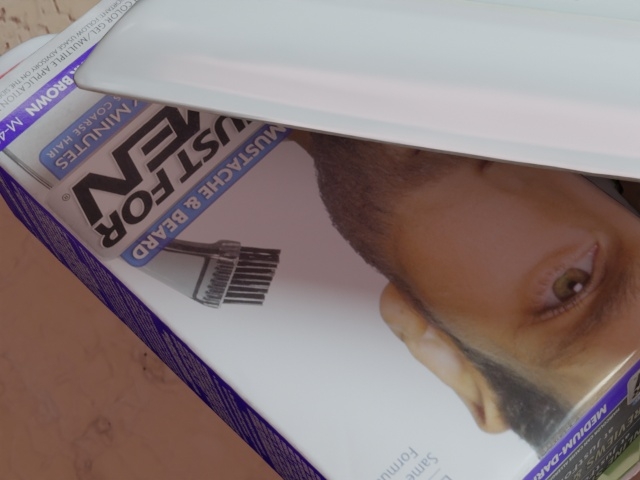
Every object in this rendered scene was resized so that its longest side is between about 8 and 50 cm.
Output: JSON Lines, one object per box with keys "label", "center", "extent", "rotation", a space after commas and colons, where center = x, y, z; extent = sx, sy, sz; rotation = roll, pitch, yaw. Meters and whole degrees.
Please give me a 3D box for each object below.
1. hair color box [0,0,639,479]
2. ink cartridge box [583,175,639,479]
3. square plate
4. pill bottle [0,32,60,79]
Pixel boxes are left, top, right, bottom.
{"label": "hair color box", "center": [0.000, 0.000, 0.689], "extent": [0.185, 0.110, 0.339], "rotation": [-42, 64, -15]}
{"label": "ink cartridge box", "center": [0.106, 0.027, 0.785], "extent": [0.171, 0.056, 0.235], "rotation": [-45, 80, 12]}
{"label": "square plate", "center": [0.114, -0.134, 0.646], "extent": [0.347, 0.344, 0.049], "rotation": [10, 123, 16]}
{"label": "pill bottle", "center": [-0.137, -0.038, 0.840], "extent": [0.087, 0.087, 0.160], "rotation": [-39, 80, 13]}
